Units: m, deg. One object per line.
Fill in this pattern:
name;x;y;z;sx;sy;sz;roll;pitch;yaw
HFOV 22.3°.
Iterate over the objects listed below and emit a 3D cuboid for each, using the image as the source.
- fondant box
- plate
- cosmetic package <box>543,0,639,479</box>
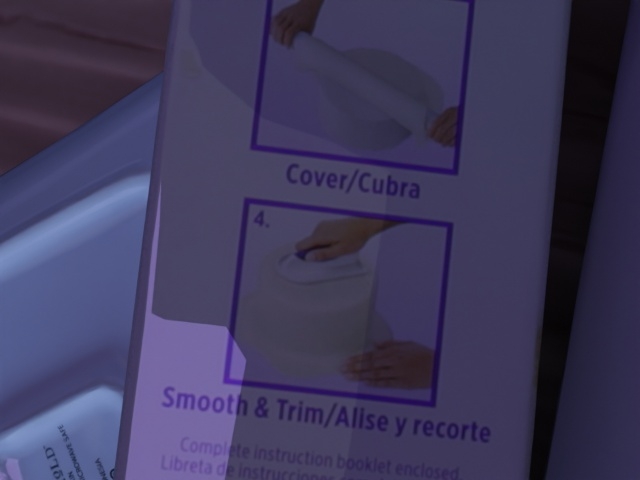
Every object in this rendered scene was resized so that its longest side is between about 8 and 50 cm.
fondant box;0.000;0.000;0.468;0.096;0.238;0.330;6;82;-4
plate;-0.083;0.095;0.637;0.278;0.045;0.277;-28;80;18
cosmetic package;0.182;0.056;0.456;0.197;0.155;0.365;15;95;39
